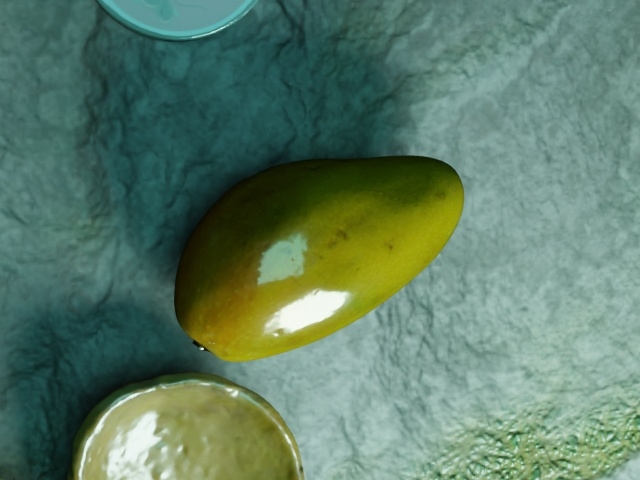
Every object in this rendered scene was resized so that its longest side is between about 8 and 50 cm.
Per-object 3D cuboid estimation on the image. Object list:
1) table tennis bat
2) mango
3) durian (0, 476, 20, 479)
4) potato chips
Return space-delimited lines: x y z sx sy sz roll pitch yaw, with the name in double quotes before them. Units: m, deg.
"table tennis bat" -0.079 -0.261 0.957 0.153 0.040 0.244 42 89 -19
"mango" 0.000 0.000 0.980 0.253 0.113 0.138 -26 106 -15
"durian" -0.213 0.242 0.930 0.095 0.137 0.220 -34 97 1
"potato chips" -0.110 0.197 1.003 0.208 0.062 0.195 38 87 -19
